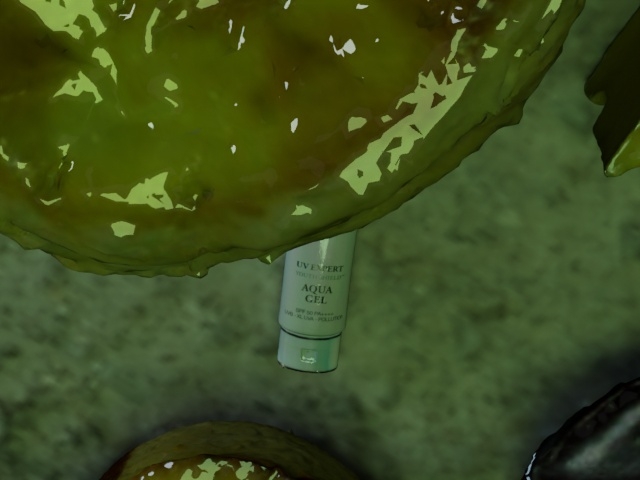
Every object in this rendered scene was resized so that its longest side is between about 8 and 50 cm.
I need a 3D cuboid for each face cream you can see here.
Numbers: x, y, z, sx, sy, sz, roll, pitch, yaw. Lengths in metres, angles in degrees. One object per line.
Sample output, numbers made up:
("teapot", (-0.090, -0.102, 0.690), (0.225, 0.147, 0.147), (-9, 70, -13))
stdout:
("face cream", (0.000, 0.000, 0.783), (0.038, 0.020, 0.115), (6, 114, -1))

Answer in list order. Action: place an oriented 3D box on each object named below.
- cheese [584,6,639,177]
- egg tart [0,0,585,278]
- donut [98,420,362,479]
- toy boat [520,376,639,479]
("cheese", (0.171, -0.085, 0.696), (0.171, 0.093, 0.126), (-35, 114, 18))
("egg tart", (-0.050, -0.153, 0.645), (0.341, 0.132, 0.341), (1, 115, 1))
("donut", (-0.030, 0.158, 0.834), (0.166, 0.073, 0.184), (-40, 109, 20))
("toy boat", (0.187, 0.090, 0.793), (0.223, 0.100, 0.097), (-13, 151, 14))
